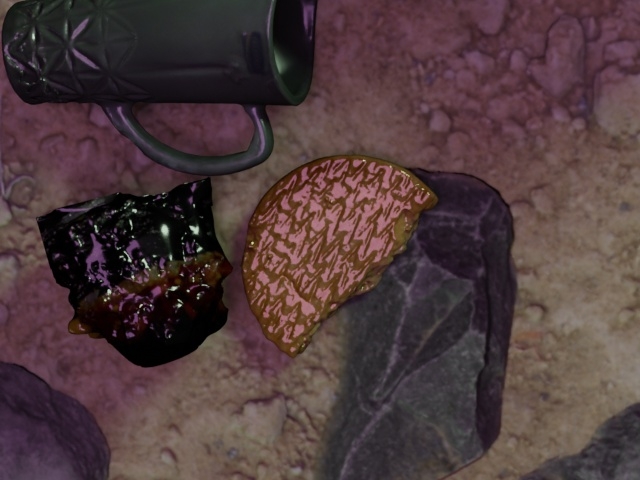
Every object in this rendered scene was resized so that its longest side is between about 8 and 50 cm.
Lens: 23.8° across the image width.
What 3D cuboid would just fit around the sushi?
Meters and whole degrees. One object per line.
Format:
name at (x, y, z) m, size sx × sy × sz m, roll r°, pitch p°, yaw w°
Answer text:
sushi at (-0.171, 0.043, 1.495) m, size 0.172 × 0.153 × 0.150 m, roll -15°, pitch 76°, yaw -9°

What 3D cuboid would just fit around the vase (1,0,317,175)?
vase at (-0.149, -0.184, 1.464) m, size 0.300 × 0.156 × 0.251 m, roll -4°, pitch 97°, yaw 15°

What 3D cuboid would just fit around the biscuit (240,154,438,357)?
biscuit at (0.000, 0.000, 1.523) m, size 0.144 × 0.033 × 0.224 m, roll 40°, pitch 102°, yaw 3°
